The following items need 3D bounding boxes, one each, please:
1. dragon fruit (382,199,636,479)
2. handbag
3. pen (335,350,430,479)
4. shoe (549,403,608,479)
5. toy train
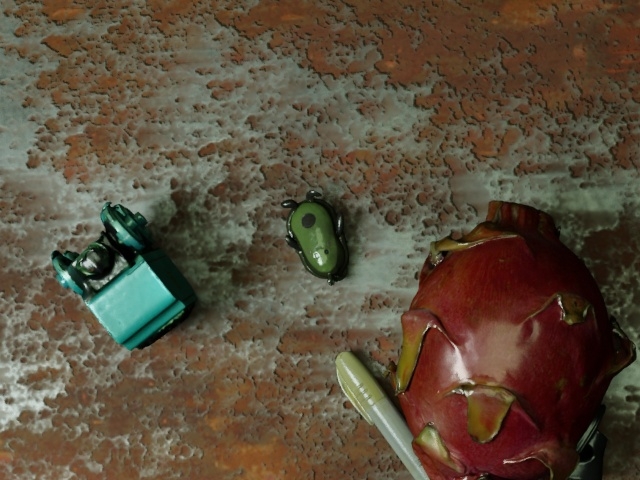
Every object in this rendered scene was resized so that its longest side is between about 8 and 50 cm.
[{"bbox_3d":[0.200,0.118,1.624,0.250,0.250,0.315,29,69,12],"label":"dragon fruit"},{"bbox_3d":[0.000,0.000,1.757,0.072,0.047,0.111,-23,77,6],"label":"handbag"},{"bbox_3d":[0.087,0.223,1.721,0.040,0.032,0.233,-40,77,25],"label":"pen"},{"bbox_3d":[0.277,0.254,1.673,0.053,0.062,0.159,35,88,-1],"label":"shoe"},{"bbox_3d":[-0.216,0.042,1.716,0.107,0.198,0.154,-39,91,3],"label":"toy train"}]
